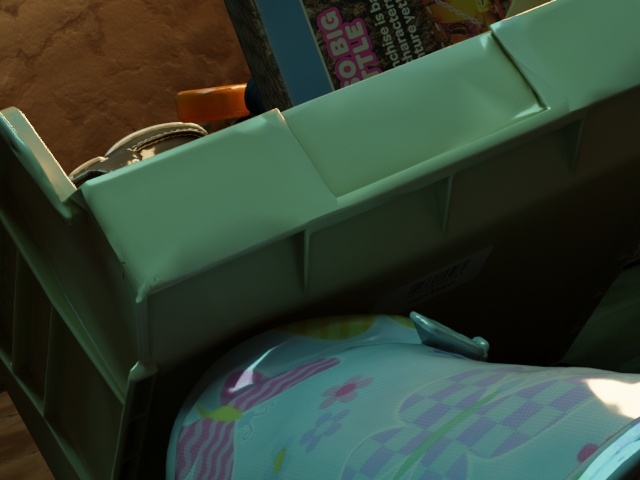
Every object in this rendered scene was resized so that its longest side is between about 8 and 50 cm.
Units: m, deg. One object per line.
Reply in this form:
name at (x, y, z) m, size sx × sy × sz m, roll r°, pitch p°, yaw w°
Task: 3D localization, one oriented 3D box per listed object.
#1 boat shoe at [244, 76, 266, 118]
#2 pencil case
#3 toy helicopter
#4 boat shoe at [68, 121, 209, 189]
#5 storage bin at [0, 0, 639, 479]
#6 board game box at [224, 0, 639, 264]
boat shoe at (0.034, -0.075, 1.240) m, size 0.109 × 0.089 × 0.258 m, roll -57°, pitch -28°, yaw -3°
pencil case at (0.049, 0.083, 0.491) m, size 0.124 × 0.113 × 0.273 m, roll -32°, pitch 12°, yaw -17°
toy helicopter at (0.043, -0.100, 1.750) m, size 0.355 × 0.140 × 0.235 m, roll -4°, pitch 6°, yaw 25°
boat shoe at (-0.237, -0.041, 1.980) m, size 0.302 × 0.114 × 0.091 m, roll -36°, pitch 12°, yaw -18°
storage bin at (0.000, 0.000, 0.730) m, size 0.262 × 0.123 × 0.260 m, roll -23°, pitch -23°, yaw -22°
board game box at (0.119, -0.095, 1.054) m, size 0.291 × 0.232 × 0.141 m, roll -20°, pitch 8°, yaw -5°
